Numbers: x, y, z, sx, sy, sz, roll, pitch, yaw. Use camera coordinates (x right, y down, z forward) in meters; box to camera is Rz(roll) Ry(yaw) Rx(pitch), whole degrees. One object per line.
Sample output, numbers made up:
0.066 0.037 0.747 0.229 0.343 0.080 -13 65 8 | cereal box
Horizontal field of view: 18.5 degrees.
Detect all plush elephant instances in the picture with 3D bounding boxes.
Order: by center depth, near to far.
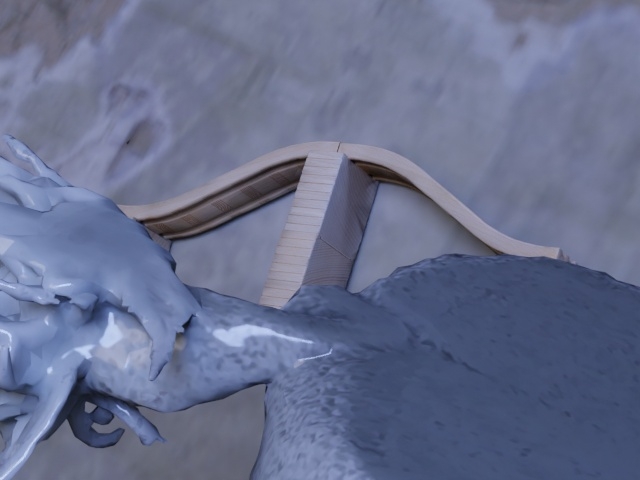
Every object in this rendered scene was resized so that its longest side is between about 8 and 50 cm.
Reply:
0.030 0.150 0.426 0.330 0.272 0.255 23 122 12 | plush elephant

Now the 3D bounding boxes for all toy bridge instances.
0.000 0.000 0.642 0.188 0.026 0.063 7 72 37 | toy bridge
